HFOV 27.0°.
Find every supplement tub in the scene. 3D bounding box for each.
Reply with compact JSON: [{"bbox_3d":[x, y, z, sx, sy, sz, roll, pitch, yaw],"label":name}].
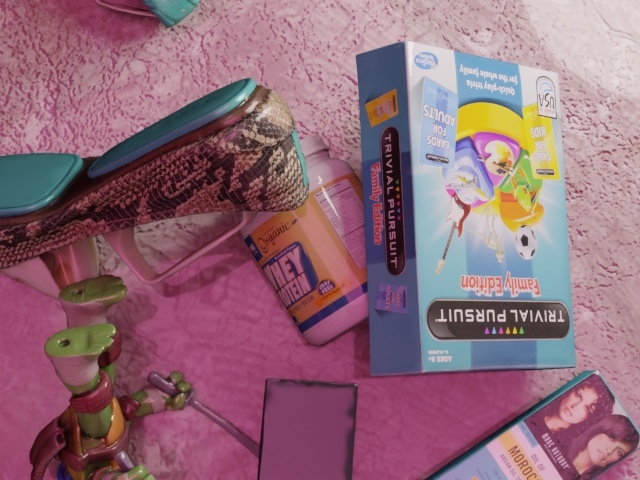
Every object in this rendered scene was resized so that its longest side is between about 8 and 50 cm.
[{"bbox_3d":[0.000,0.000,1.461,0.144,0.144,0.200,-32,85,-4],"label":"supplement tub"}]

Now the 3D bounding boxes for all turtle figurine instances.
[{"bbox_3d":[-0.181,0.181,1.399,0.274,0.266,0.198,14,39,31],"label":"turtle figurine"}]

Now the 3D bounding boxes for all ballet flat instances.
[{"bbox_3d":[-0.253,-0.322,1.526,0.247,0.083,0.087,32,98,4],"label":"ballet flat"},{"bbox_3d":[-0.230,-0.028,1.414,0.482,0.164,0.182,-13,114,24],"label":"ballet flat"}]

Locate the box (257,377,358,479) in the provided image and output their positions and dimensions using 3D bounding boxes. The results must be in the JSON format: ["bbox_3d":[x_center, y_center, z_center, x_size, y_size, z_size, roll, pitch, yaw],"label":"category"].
[{"bbox_3d":[-0.017,0.279,1.410,0.103,0.184,0.261,4,83,-1],"label":"box"}]

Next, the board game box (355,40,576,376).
[{"bbox_3d":[0.161,-0.027,1.428,0.253,0.079,0.336,3,82,-43],"label":"board game box"}]

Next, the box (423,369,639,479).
[{"bbox_3d":[0.231,0.251,1.481,0.244,0.060,0.100,-34,86,-4],"label":"box"}]
